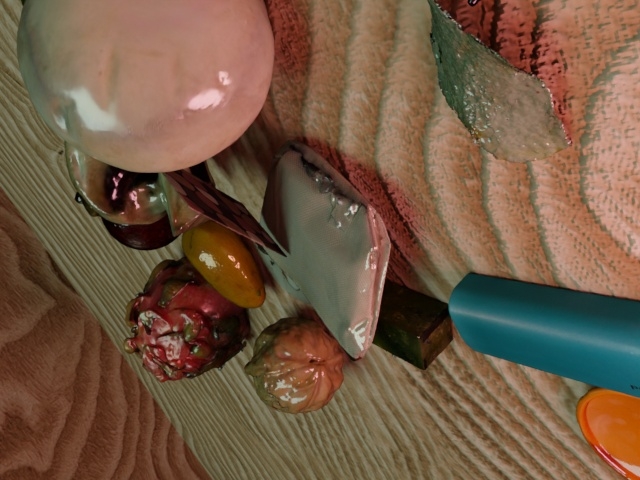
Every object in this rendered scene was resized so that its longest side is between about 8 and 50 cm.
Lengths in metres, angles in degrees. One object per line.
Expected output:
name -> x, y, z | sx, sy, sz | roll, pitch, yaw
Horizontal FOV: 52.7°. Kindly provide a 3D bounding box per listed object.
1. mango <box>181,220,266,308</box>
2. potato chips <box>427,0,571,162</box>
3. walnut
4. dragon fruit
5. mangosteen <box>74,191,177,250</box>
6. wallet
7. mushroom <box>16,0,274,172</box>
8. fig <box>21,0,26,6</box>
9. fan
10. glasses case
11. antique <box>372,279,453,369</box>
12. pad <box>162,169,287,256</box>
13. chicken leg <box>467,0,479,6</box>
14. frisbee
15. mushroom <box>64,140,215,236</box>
mango -> -0.197, 0.051, 1.346 | 0.227, 0.109, 0.147 | 48, 147, -1
potato chips -> 0.160, -0.164, 0.636 | 0.228, 0.059, 0.167 | 48, 174, 1
walnut -> -0.052, 0.252, 1.308 | 0.198, 0.198, 0.245 | 51, 157, -2
dragon fruit -> -0.359, 0.208, 1.595 | 0.296, 0.263, 0.314 | 33, 147, 28
mangosteen -> -0.374, -0.084, 1.320 | 0.216, 0.216, 0.216 | 34, 148, 26
wallet -> -0.003, 0.002, 0.994 | 0.335, 0.068, 0.275 | 49, 145, 36
mushroom -> -0.189, -0.230, 0.836 | 0.356, 0.315, 0.315 | 24, 169, -37
fig -> -0.339, -0.404, 0.960 | 0.195, 0.195, 0.244 | 9, 96, 50
fan -> -0.013, 0.094, 1.246 | 0.329, 0.009, 0.190 | 39, 149, 19
glasses case -> 0.302, 0.122, 0.790 | 0.301, 0.070, 0.117 | 6, 130, 49
antique -> 0.101, 0.116, 1.048 | 0.221, 0.080, 0.081 | 24, 141, 40
pad -> -0.152, -0.053, 0.975 | 0.158, 0.003, 0.235 | 47, -170, 36
chicken leg -> 0.165, -0.285, 0.505 | 0.105, 0.063, 0.234 | 42, 149, 3
frisbee -> 0.418, 0.251, 0.811 | 0.192, 0.035, 0.192 | 34, 147, 26
mushroom -> -0.296, -0.139, 1.108 | 0.292, 0.212, 0.217 | 55, -175, -6
